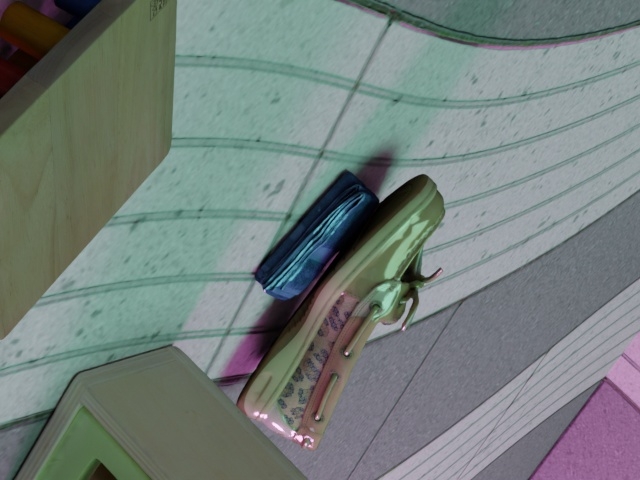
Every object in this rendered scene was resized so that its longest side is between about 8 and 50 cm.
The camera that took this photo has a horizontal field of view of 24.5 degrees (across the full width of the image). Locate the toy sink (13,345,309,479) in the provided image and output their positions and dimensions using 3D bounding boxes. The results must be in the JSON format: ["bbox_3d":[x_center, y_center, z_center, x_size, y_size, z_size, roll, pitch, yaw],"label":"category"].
[{"bbox_3d":[-0.109,0.221,1.121,0.131,0.234,0.153,-14,143,-56],"label":"toy sink"}]

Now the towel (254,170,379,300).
[{"bbox_3d":[0.000,0.000,1.216,0.119,0.029,0.067,-49,160,5],"label":"towel"}]

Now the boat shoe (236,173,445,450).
[{"bbox_3d":[0.033,0.064,1.276,0.285,0.089,0.104,-54,-179,31],"label":"boat shoe"}]

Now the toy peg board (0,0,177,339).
[{"bbox_3d":[-0.153,-0.062,0.765,0.161,0.079,0.161,-53,166,-32],"label":"toy peg board"}]
